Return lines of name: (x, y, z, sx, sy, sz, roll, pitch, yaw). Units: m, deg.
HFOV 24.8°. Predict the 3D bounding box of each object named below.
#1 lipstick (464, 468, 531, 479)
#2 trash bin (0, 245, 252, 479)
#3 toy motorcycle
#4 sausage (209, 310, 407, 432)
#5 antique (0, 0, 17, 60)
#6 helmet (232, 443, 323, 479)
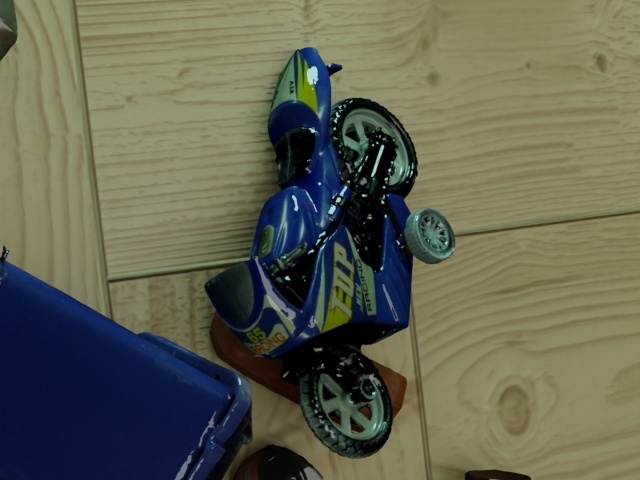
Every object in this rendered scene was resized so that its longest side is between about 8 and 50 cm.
lipstick: (0.130, 0.362, 1.145, 0.057, 0.057, 0.356, 4, 89, -23)
trash bin: (-0.183, 0.113, 0.961, 0.234, 0.162, 0.184, 41, 75, -38)
toy motorcycle: (0.000, 0.000, 1.069, 0.169, 0.113, 0.315, 28, 51, -30)
sausage: (-0.017, 0.091, 1.114, 0.169, 0.065, 0.065, 30, 78, -19)
antique: (-0.293, -0.238, 0.976, 0.125, 0.150, 0.284, -5, 83, -27)
helmet: (-0.037, 0.195, 1.111, 0.084, 0.049, 0.065, 34, 39, -44)
